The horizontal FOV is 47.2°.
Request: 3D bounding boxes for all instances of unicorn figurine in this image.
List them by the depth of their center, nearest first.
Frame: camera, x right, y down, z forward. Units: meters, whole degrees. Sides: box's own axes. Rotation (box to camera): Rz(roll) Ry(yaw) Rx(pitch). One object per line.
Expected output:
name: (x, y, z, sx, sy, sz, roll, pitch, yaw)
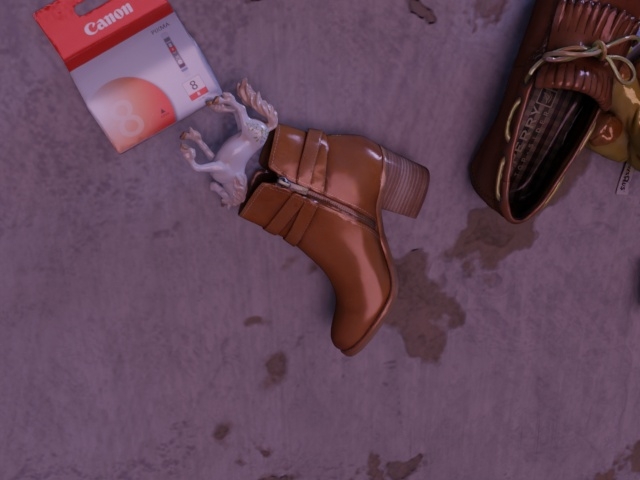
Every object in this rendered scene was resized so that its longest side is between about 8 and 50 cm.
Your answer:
unicorn figurine: (-0.110, -0.104, 0.872, 0.111, 0.060, 0.162, 35, 117, -27)

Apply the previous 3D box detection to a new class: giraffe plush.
giraffe plush: (0.462, -0.133, 0.967, 0.181, 0.170, 0.210, -13, 114, -9)

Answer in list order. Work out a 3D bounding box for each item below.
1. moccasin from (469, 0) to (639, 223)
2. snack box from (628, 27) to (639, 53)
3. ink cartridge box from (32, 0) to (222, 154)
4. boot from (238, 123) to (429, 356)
moccasin: (0.300, -0.198, 0.893, 0.139, 0.147, 0.380, 20, 113, -18)
snack box: (0.389, -0.326, 0.946, 0.100, 0.037, 0.141, -41, 115, 5)
ink cartridge box: (-0.217, -0.211, 0.841, 0.145, 0.045, 0.179, -30, 118, -1)
boot: (0.000, 0.000, 0.940, 0.220, 0.109, 0.284, 14, 105, -20)
